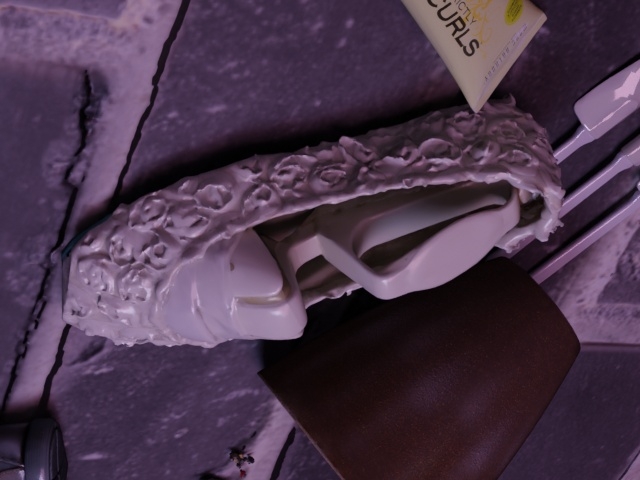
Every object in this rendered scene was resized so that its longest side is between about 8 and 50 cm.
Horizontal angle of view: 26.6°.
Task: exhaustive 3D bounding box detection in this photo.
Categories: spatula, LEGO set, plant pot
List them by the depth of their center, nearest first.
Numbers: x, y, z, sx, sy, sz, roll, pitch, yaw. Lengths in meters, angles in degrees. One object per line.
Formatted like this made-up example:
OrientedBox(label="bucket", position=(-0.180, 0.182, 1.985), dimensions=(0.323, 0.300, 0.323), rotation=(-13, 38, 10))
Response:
OrientedBox(label="plant pot", position=(0.101, 0.125, 1.165), dimensions=(0.230, 0.215, 0.215), rotation=(-39, 138, -5))
OrientedBox(label="spatula", position=(0.226, -0.046, 1.180), dimensions=(0.242, 0.019, 0.168), rotation=(-38, 138, 16))
OrientedBox(label="LEGO set", position=(-0.096, 0.231, 1.286), dimensions=(0.083, 0.023, 0.054), rotation=(-46, 138, 1))

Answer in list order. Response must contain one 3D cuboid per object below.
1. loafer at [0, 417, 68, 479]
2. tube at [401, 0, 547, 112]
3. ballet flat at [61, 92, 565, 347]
OrientedBox(label="loafer", position=(-0.261, 0.257, 1.190), dimensions=(0.084, 0.096, 0.267), rotation=(1, 127, -1))
OrientedBox(label="tube", position=(0.086, -0.185, 0.941), dimensions=(0.070, 0.062, 0.240), rotation=(-20, 144, 23))
OrientedBox(label="ballet flat", position=(0.000, 0.000, 1.024), dimensions=(0.409, 0.147, 0.147), rotation=(-20, 137, -6))
